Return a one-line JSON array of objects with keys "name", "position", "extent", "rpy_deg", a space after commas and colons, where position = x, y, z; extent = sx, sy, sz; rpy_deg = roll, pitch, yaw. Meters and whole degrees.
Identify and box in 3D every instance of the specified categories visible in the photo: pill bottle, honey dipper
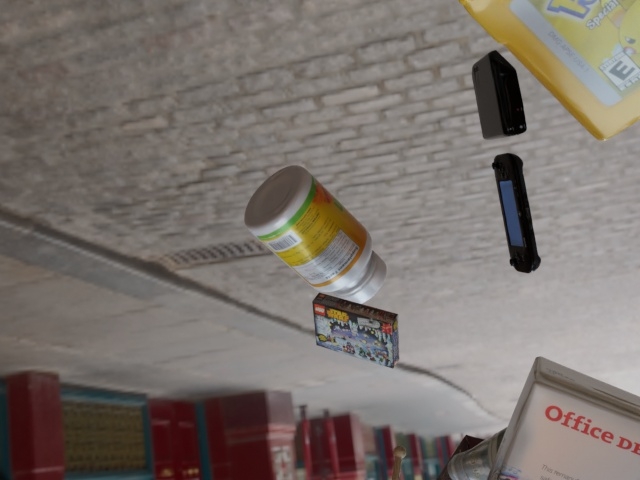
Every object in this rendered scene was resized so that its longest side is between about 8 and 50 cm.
[{"name": "pill bottle", "position": [0.000, 0.000, 1.578], "extent": [0.136, 0.136, 0.245], "rpy_deg": [-19, 130, 39]}, {"name": "honey dipper", "position": [0.096, 0.357, 1.283], "extent": [0.030, 0.161, 0.030], "rpy_deg": [8, 149, 5]}]

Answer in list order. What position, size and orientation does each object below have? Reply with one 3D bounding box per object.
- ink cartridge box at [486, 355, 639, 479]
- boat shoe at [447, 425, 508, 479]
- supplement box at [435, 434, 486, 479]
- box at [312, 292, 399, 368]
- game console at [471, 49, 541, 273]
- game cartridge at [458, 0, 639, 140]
[{"name": "ink cartridge box", "position": [0.252, 0.259, 0.930], "extent": [0.171, 0.233, 0.168], "rpy_deg": [21, -174, 11]}, {"name": "boat shoe", "position": [0.295, 0.332, 1.190], "extent": [0.103, 0.118, 0.320], "rpy_deg": [-28, 132, 36]}, {"name": "supplement box", "position": [0.193, 0.400, 1.320], "extent": [0.073, 0.130, 0.239], "rpy_deg": [15, 129, -10]}, {"name": "box", "position": [0.055, 0.139, 1.458], "extent": [0.137, 0.094, 0.027], "rpy_deg": [14, -141, 25]}, {"name": "game console", "position": [0.307, -0.123, 1.536], "extent": [0.043, 0.362, 0.213], "rpy_deg": [-11, -177, 2]}, {"name": "game cartridge", "position": [0.309, -0.270, 0.948], "extent": [0.323, 0.053, 0.285], "rpy_deg": [34, 128, -32]}]
